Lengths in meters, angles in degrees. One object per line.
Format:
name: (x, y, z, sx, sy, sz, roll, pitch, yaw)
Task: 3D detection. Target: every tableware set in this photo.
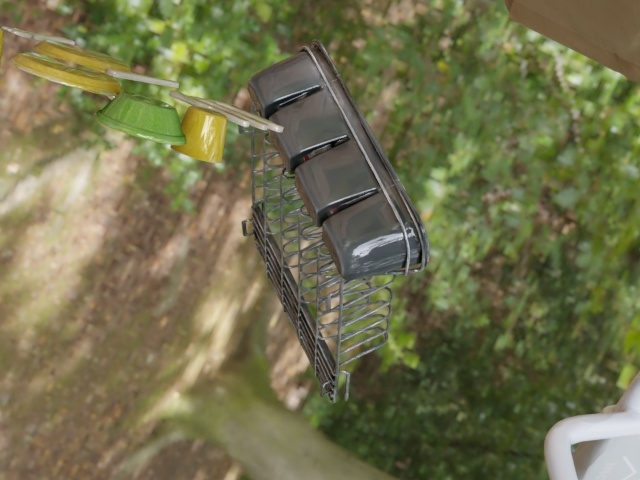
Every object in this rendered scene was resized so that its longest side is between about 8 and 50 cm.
tableware set: (-0.100, -0.065, 0.554, 0.104, 0.154, 0.024, 2, 110, -56)

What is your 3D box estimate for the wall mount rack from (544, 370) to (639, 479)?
wall mount rack: (0.236, 0.178, 0.673, 0.350, 0.304, 0.131, 104, -21, -49)

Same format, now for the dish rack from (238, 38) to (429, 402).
dish rack: (0.000, 0.000, 1.028, 0.074, 0.208, 0.272, -18, 150, -13)

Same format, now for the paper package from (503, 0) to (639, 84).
paper package: (0.308, -0.280, 0.937, 0.325, 0.309, 0.168, -38, 128, -8)
